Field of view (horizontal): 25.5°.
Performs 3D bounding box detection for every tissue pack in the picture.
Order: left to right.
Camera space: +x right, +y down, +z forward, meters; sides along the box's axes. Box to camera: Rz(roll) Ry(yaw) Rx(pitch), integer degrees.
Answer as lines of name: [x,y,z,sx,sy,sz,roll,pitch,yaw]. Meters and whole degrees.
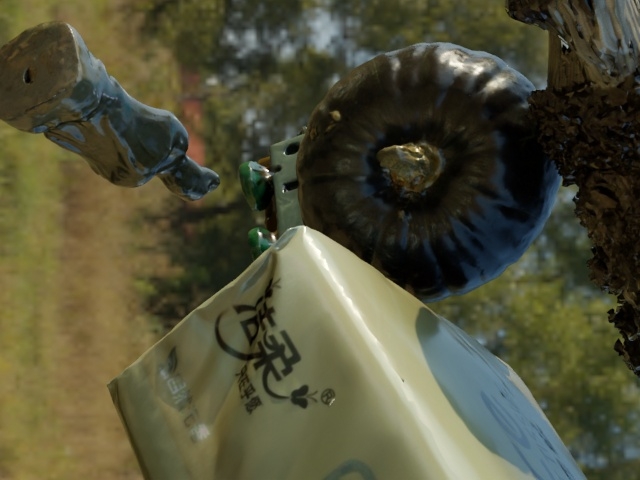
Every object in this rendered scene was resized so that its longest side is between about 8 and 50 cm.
tissue pack: [0.087,0.231,0.856,0.332,0.205,0.405,35,18,-51]

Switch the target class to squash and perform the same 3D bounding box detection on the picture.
squash: [0.078,-0.048,1.019,0.156,0.193,0.193,180,-91,-78]

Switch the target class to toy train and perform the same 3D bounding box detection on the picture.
toy train: [0.000,0.000,1.186,0.227,0.091,0.136,-99,166,-46]

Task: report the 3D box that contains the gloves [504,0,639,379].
gloves: [0.216,-0.054,0.907,0.210,0.135,0.312,-130,-160,-74]

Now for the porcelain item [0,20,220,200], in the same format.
porcelain item: [-0.149,-0.077,1.044,0.216,0.081,0.069,37,35,-54]
